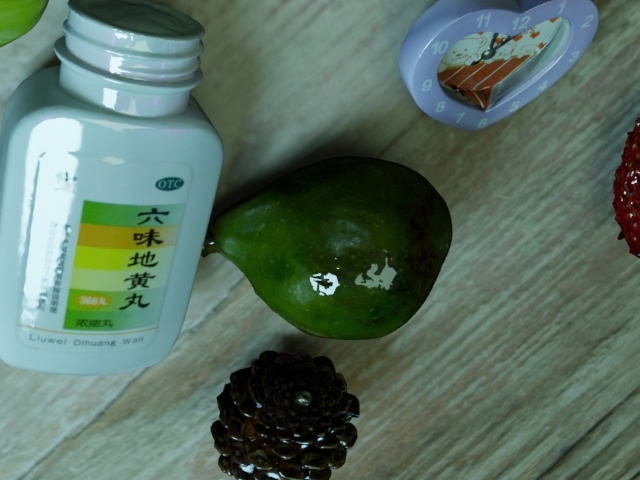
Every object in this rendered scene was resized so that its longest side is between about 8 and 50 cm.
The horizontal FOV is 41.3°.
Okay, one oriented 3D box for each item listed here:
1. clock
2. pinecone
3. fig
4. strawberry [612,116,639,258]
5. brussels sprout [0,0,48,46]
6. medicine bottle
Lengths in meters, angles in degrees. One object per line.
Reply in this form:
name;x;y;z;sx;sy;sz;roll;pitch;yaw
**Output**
clock;0.164;-0.185;0.837;0.198;0.064;0.172;-13;148;-15
pinecone;-0.046;0.219;0.954;0.163;0.162;0.165;0;133;-24
fig;0.000;0.000;0.822;0.245;0.195;0.195;15;117;0
strawberry;0.422;-0.079;0.976;0.184;0.187;0.201;-39;110;-49
brussels sprout;-0.270;-0.222;0.558;0.223;0.161;0.223;-16;133;-18
medicine bottle;-0.186;-0.042;0.741;0.179;0.124;0.324;4;117;-26
